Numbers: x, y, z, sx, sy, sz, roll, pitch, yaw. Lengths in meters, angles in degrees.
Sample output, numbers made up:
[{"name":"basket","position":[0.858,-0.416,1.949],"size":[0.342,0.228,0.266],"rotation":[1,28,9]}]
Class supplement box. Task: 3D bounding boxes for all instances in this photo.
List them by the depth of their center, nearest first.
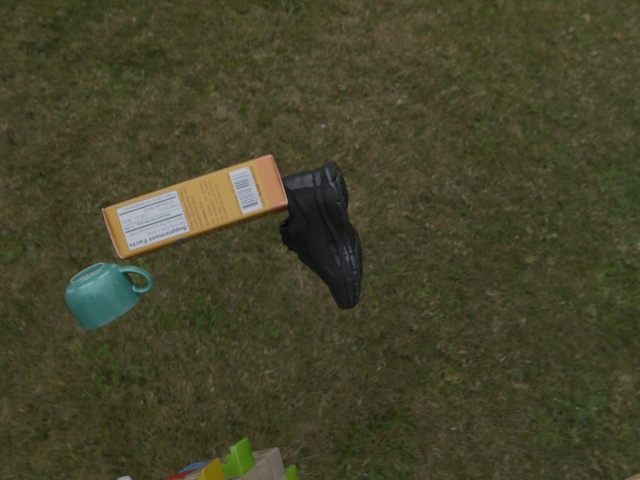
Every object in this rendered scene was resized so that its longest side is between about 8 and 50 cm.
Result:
[{"name":"supplement box","position":[-0.165,-0.043,0.791],"size":[0.233,0.078,0.080],"rotation":[-17,88,-6]}]

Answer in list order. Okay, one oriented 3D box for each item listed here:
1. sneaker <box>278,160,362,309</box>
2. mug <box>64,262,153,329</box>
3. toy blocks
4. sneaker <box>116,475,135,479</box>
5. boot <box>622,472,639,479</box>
[{"name":"sneaker","position":[0.000,0.000,1.001],"size":[0.130,0.286,0.109],"rotation":[-9,29,12]},{"name":"mug","position":[-0.438,0.097,1.183],"size":[0.158,0.129,0.097],"rotation":[-38,113,-31]},{"name":"toy blocks","position":[-0.229,0.456,0.958],"size":[0.261,0.381,0.190],"rotation":[-17,84,19]},{"name":"sneaker","position":[-0.309,0.621,1.110],"size":[0.148,0.131,0.350],"rotation":[0,56,-38]},{"name":"boot","position":[0.410,0.299,0.496],"size":[0.295,0.104,0.211],"rotation":[-13,33,11]}]
